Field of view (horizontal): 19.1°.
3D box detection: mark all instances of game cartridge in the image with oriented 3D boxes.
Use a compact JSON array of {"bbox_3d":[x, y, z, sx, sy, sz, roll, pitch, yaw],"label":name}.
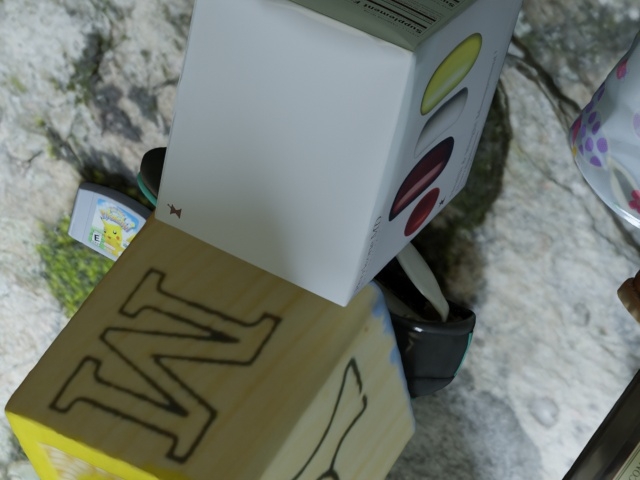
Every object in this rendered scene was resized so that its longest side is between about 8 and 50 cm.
[{"bbox_3d":[-0.162,-0.011,1.516,0.083,0.017,0.056,27,121,14],"label":"game cartridge"}]

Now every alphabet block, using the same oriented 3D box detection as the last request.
[{"bbox_3d":[-0.070,0.125,1.328,0.193,0.197,0.192,19,148,27],"label":"alphabet block"}]

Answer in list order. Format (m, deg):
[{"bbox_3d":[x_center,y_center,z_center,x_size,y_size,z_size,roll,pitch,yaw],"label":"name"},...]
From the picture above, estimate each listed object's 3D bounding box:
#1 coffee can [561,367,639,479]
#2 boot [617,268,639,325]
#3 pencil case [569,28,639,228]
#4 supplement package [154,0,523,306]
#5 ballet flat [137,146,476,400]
[{"bbox_3d":[0.299,0.203,1.251,0.275,0.201,0.201,35,126,9],"label":"coffee can"},{"bbox_3d":[0.343,0.003,1.148,0.283,0.109,0.220,19,117,-3],"label":"boot"},{"bbox_3d":[0.262,-0.124,1.143,0.124,0.113,0.273,29,126,-4],"label":"pencil case"},{"bbox_3d":[0.018,-0.103,1.250,0.149,0.203,0.194,25,125,16],"label":"supplement package"},{"bbox_3d":[0.000,0.000,1.392,0.280,0.095,0.096,38,117,-6],"label":"ballet flat"}]
